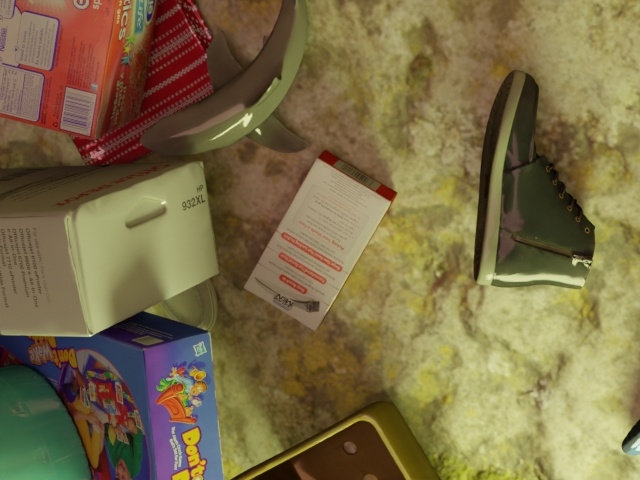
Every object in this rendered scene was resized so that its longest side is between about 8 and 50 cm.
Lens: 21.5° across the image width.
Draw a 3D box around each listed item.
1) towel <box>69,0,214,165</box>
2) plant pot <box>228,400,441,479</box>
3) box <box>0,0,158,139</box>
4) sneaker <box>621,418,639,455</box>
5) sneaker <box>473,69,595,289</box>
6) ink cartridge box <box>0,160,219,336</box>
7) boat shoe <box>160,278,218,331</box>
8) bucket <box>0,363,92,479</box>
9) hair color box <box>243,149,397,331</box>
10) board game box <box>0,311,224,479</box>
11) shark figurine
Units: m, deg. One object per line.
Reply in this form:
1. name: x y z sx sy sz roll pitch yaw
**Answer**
1. towel: -0.226 -0.223 1.805 0.199 0.031 0.274 -26 96 18
2. plant pot: 0.036 0.287 1.780 0.212 0.187 0.212 -30 94 18
3. box: -0.250 -0.269 1.707 0.154 0.142 0.299 14 106 10
4. sneaker: 0.378 0.188 1.749 0.144 0.053 0.059 -35 95 19
5. sneaker: 0.226 -0.060 1.723 0.118 0.083 0.222 5 101 -4
6. ink cartridge box: -0.293 0.006 1.728 0.307 0.223 0.129 -1 105 33
7. boat shoe: -0.170 0.023 1.830 0.066 0.063 0.184 -19 97 17
8. bucket: -0.373 0.265 1.760 0.281 0.183 0.281 19 115 49
9. hair color box: 0.000 0.000 1.792 0.093 0.053 0.167 31 106 3
10. board game box: -0.230 0.185 1.768 0.347 0.078 0.233 12 111 52
11. shark figurine: -0.056 -0.192 1.722 0.166 0.116 0.278 22 94 -9
